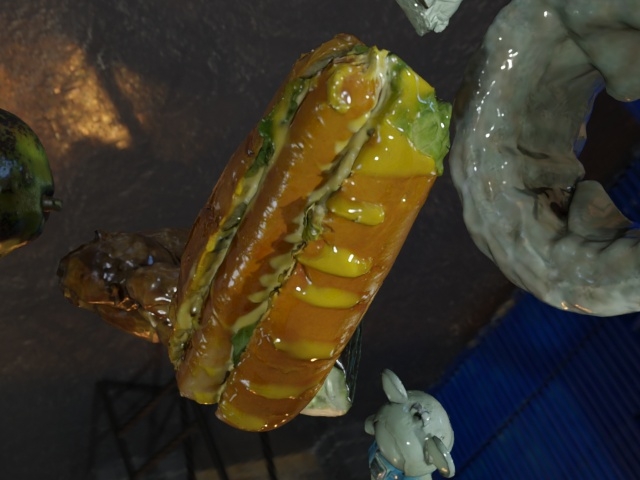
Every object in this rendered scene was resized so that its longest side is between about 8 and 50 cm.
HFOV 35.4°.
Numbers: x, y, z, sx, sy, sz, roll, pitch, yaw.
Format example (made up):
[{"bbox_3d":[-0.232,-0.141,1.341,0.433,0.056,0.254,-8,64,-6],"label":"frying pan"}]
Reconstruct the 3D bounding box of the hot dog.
[{"bbox_3d":[-0.019,0.003,0.569,0.072,0.115,0.269,-22,144,-48],"label":"hot dog"}]

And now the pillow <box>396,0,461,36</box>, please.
[{"bbox_3d":[0.141,-0.487,1.374,0.138,0.310,0.283,0,144,32],"label":"pillow"}]

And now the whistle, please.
[{"bbox_3d":[0.083,0.206,0.974,0.077,0.114,0.235,-28,156,-19],"label":"whistle"}]

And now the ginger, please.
[{"bbox_3d":[-0.169,0.069,1.236,0.274,0.357,0.152,0,100,-51],"label":"ginger"}]

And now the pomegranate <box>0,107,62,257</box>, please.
[{"bbox_3d":[-0.498,-0.060,1.347,0.276,0.204,0.222,-21,-170,0],"label":"pomegranate"}]

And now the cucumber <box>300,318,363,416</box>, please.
[{"bbox_3d":[0.001,0.000,0.715,0.074,0.241,0.074,7,163,2],"label":"cucumber"}]

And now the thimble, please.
[{"bbox_3d":[0.250,-0.090,0.799,0.195,0.291,0.291,-2,142,-52],"label":"thimble"}]
